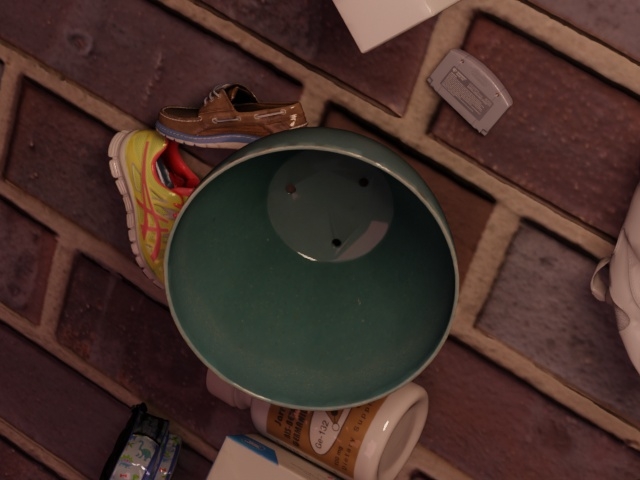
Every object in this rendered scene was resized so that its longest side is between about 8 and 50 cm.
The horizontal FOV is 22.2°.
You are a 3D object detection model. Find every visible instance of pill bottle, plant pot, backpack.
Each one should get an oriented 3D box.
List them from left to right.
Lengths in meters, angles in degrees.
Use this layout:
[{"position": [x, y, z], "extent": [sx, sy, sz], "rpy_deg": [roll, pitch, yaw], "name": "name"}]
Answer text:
[{"position": [-0.224, 0.282, 2.031], "extent": [0.084, 0.114, 0.105], "rpy_deg": [24, 124, -2], "name": "backpack"}, {"position": [-0.006, 0.175, 1.827], "extent": [0.229, 0.131, 0.131], "rpy_deg": [25, 124, 21], "name": "pill bottle"}, {"position": [0.000, 0.000, 1.674], "extent": [0.290, 0.195, 0.290], "rpy_deg": [3, 116, 6], "name": "plant pot"}]

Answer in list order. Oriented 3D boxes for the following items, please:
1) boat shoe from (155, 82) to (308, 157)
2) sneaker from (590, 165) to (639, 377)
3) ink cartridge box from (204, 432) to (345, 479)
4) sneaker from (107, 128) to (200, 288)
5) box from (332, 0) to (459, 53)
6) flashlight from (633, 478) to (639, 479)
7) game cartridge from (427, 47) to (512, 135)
[{"position": [-0.096, -0.137, 1.784], "extent": [0.183, 0.066, 0.066], "rpy_deg": [8, 112, 19], "name": "boat shoe"}, {"position": [0.418, 0.071, 1.502], "extent": [0.366, 0.137, 0.210], "rpy_deg": [39, 128, 18], "name": "sneaker"}, {"position": [-0.024, 0.280, 1.862], "extent": [0.134, 0.231, 0.078], "rpy_deg": [26, 95, 20], "name": "ink cartridge box"}, {"position": [-0.170, -0.033, 1.868], "extent": [0.094, 0.081, 0.208], "rpy_deg": [-12, 105, 34], "name": "sneaker"}, {"position": [0.081, -0.270, 1.530], "extent": [0.091, 0.170, 0.130], "rpy_deg": [-25, 96, 39], "name": "box"}, {"position": [0.400, 0.248, 1.614], "extent": [0.304, 0.103, 0.103], "rpy_deg": [-26, 98, 38], "name": "flashlight"}, {"position": [0.152, -0.152, 1.641], "extent": [0.083, 0.017, 0.056], "rpy_deg": [45, 132, 7], "name": "game cartridge"}]
